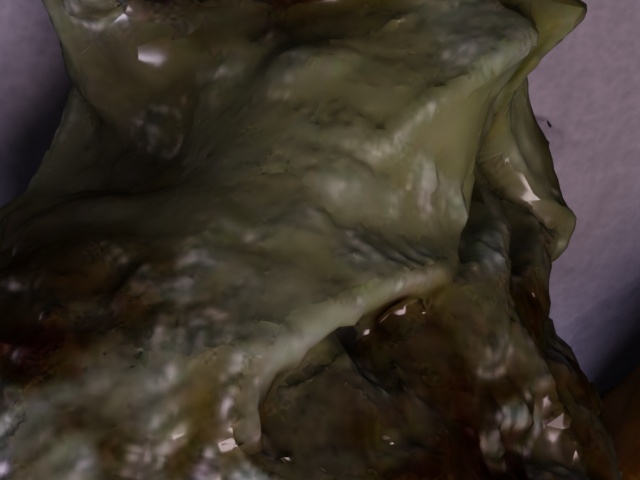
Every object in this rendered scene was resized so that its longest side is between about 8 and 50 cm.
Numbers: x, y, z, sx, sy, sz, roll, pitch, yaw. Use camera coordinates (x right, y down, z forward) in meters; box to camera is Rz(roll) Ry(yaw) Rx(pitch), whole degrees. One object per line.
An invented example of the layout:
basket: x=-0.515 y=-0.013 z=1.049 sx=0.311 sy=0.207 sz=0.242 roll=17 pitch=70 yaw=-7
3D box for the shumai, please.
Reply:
shumai: x=0.000 y=0.000 z=0.917 sx=0.395 sy=0.395 sz=0.348 roll=14 pitch=94 yaw=-28

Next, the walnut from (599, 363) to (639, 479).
walnut: x=0.300 y=0.208 z=1.161 sx=0.398 sy=0.308 sz=0.354 roll=14 pitch=108 yaw=-31
